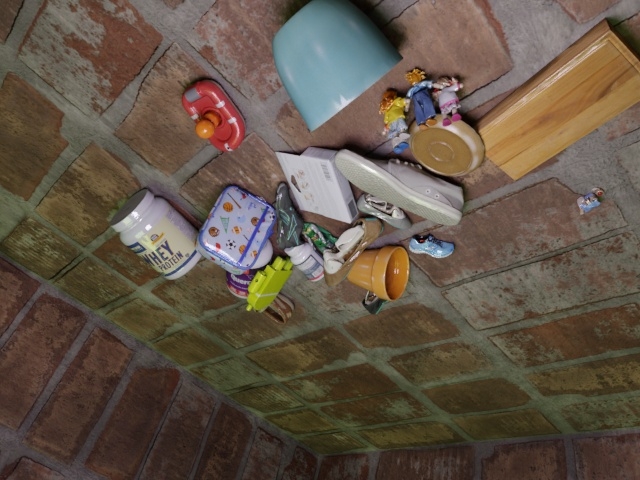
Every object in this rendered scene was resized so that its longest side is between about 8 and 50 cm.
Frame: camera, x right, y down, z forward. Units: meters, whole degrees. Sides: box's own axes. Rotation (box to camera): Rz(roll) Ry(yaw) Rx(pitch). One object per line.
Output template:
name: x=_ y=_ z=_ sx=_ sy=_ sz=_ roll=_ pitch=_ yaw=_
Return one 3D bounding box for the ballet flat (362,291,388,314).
ballet flat: x=0.250 y=0.222 z=1.977 sx=0.096 sy=0.095 sz=0.280 roll=34 pitch=138 yaw=1

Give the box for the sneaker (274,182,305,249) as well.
sneaker: x=-0.113 y=-0.090 z=1.750 sx=0.106 sy=0.101 sz=0.268 roll=-1 pitch=123 yaw=2

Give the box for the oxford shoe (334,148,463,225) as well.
oxford shoe: x=0.254 y=-0.188 z=1.497 sx=0.448 sy=0.130 sz=0.169 roll=23 pitch=170 yaw=-8

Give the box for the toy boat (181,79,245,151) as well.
toy boat: x=-0.343 y=-0.372 z=1.491 sx=0.150 sy=0.151 sz=0.231 roll=-14 pitch=129 yaw=32

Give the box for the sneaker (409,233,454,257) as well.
sneaker: x=0.403 y=0.015 z=1.717 sx=0.161 sy=0.064 sz=0.073 roll=6 pitch=134 yaw=13

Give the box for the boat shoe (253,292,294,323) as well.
boat shoe: x=-0.260 y=0.272 z=2.184 sx=0.323 sy=0.120 sz=0.122 roll=35 pitch=136 yaw=-18

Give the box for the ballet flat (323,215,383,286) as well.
ballet flat: x=0.088 y=0.037 z=1.740 sx=0.124 sy=0.116 sz=0.342 roll=10 pitch=131 yaw=-45

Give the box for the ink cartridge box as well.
ink cartridge box: x=-0.009 y=-0.197 z=1.637 sx=0.238 sy=0.060 sz=0.275 roll=18 pitch=145 yaw=37

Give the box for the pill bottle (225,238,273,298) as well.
pill bottle: x=-0.293 y=0.085 z=1.947 sx=0.181 sy=0.182 sz=0.323 roll=17 pitch=139 yaw=1

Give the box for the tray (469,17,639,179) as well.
tray: x=0.615 y=-0.343 z=1.246 sx=0.202 sy=0.076 sz=0.411 roll=34 pitch=136 yaw=-17

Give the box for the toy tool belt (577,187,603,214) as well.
toy tool belt: x=0.819 y=-0.115 z=1.436 sx=0.052 sy=0.051 sz=0.083 roll=30 pitch=137 yaw=-13

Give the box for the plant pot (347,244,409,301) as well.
plant pot: x=0.209 y=0.114 z=1.808 sx=0.187 sy=0.205 sz=0.205 roll=7 pitch=140 yaw=35

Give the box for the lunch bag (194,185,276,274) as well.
lunch bag: x=-0.297 y=-0.041 z=1.734 sx=0.243 sy=0.304 sz=0.115 roll=31 pitch=150 yaw=-13

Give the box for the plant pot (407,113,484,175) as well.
plant pot: x=0.358 y=-0.267 z=1.390 sx=0.236 sy=0.032 sz=0.236 roll=25 pitch=154 yaw=13

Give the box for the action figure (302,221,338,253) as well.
action figure: x=0.000 y=0.000 z=1.848 sx=0.232 sy=0.064 sz=0.137 roll=40 pitch=137 yaw=-18

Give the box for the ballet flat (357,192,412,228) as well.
ballet flat: x=0.230 y=-0.103 z=1.644 sx=0.213 sy=0.072 sz=0.068 roll=22 pitch=132 yaw=-5

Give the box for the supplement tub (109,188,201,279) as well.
supplement tub: x=-0.648 y=-0.024 z=1.913 sx=0.235 sy=0.236 sz=0.325 roll=-18 pitch=128 yaw=34

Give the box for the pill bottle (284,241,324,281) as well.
pill bottle: x=-0.057 y=0.071 z=1.905 sx=0.107 sy=0.108 sz=0.180 roll=-21 pitch=125 yaw=36

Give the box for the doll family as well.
doll family: x=0.250 y=-0.369 z=1.292 sx=0.262 sy=0.163 sz=0.118 roll=-24 pitch=156 yaw=37

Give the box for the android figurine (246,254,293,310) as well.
android figurine: x=-0.208 y=0.177 z=1.939 sx=0.056 sy=0.248 sz=0.273 roll=38 pitch=103 yaw=19

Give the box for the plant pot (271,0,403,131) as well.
plant pot: x=0.019 y=-0.456 z=1.186 sx=0.292 sy=0.293 sz=0.235 roll=-28 pitch=107 yaw=40
